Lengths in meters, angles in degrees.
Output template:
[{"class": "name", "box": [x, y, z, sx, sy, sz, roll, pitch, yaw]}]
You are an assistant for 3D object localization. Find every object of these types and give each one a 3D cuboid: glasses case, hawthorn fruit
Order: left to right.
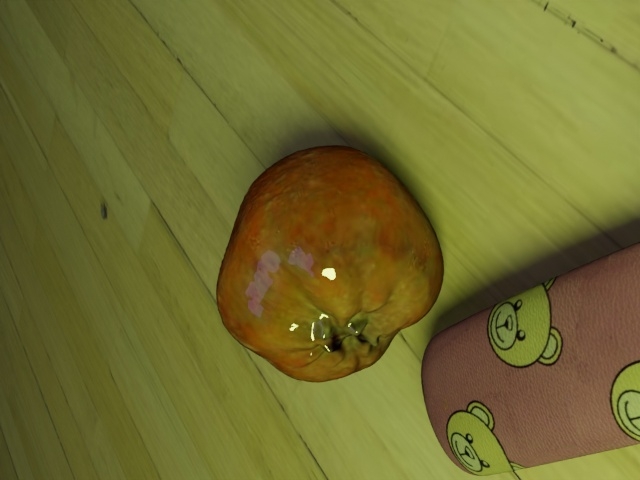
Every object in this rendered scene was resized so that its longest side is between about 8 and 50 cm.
[{"class": "hawthorn fruit", "box": [0.000, 0.000, 0.761, 0.251, 0.199, 0.199, -104, 31, -47]}, {"class": "glasses case", "box": [0.182, 0.087, 0.589, 0.316, 0.075, 0.123, -36, 64, 50]}]
